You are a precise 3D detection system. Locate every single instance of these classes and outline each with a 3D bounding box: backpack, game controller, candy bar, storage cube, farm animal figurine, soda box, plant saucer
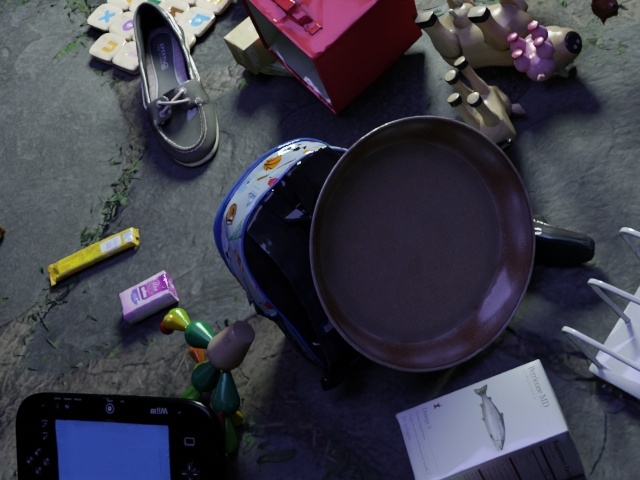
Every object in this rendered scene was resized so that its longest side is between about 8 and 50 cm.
[{"bbox_3d":[0.000,0.000,1.527,0.276,0.263,0.213,-47,33,-14],"label":"backpack"},{"bbox_3d":[-0.260,0.281,1.520,0.319,0.167,0.067,-1,11,25],"label":"game controller"},{"bbox_3d":[-0.355,0.024,1.847,0.161,0.018,0.040,-24,51,6],"label":"candy bar"},{"bbox_3d":[0.019,-0.346,1.804,0.193,0.215,0.184,-43,68,-4],"label":"storage cube"},{"bbox_3d":[0.272,-0.275,1.692,0.330,0.172,0.326,-50,37,-7],"label":"farm animal figurine"},{"bbox_3d":[-0.069,-0.358,1.948,0.181,0.058,0.061,-42,48,-14],"label":"soda box"},{"bbox_3d":[0.121,0.004,1.448,0.311,0.310,0.050,-48,19,-15],"label":"plant saucer"}]

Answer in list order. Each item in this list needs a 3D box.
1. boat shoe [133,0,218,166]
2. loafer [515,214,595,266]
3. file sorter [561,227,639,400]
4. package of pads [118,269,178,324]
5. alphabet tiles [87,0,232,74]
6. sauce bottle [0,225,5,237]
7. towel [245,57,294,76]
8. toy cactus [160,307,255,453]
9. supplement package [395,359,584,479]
[{"bbox_3d":[-0.255,-0.264,1.961,0.112,0.095,0.335,-26,52,8],"label":"boat shoe"},{"bbox_3d":[0.279,-0.010,1.537,0.170,0.062,0.061,11,55,31],"label":"loafer"},{"bbox_3d":[0.422,0.050,1.300,0.192,0.173,0.278,30,85,40],"label":"file sorter"},{"bbox_3d":[-0.254,0.085,1.740,0.083,0.032,0.050,-27,50,4],"label":"package of pads"},{"bbox_3d":[-0.294,-0.423,2.171,0.278,0.021,0.284,24,67,38],"label":"alphabet tiles"},{"bbox_3d":[-0.577,0.018,1.946,0.042,0.042,0.128,30,73,39],"label":"sauce bottle"},{"bbox_3d":[-0.054,-0.320,1.968,0.148,0.027,0.110,15,61,34],"label":"towel"},{"bbox_3d":[-0.150,0.163,1.547,0.180,0.112,0.219,-50,45,40],"label":"toy cactus"},{"bbox_3d":[0.194,0.232,1.353,0.179,0.105,0.105,-23,47,8],"label":"supplement package"}]
